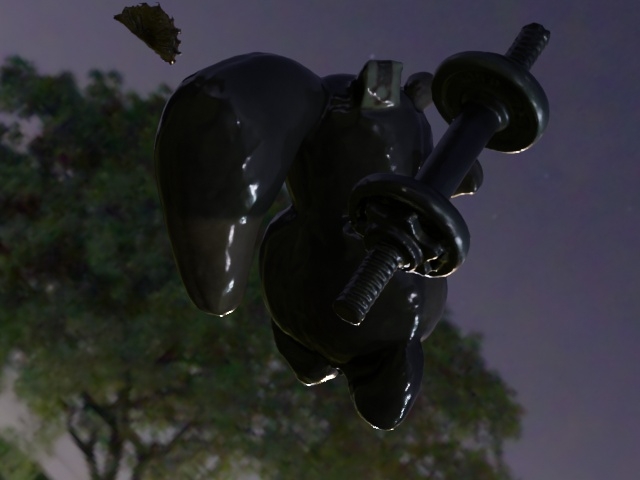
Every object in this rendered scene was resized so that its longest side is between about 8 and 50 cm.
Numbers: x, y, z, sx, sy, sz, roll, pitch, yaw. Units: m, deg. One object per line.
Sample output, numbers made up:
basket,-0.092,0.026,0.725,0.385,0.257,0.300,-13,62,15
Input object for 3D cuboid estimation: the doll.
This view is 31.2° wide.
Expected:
doll,-0.023,-0.002,1.213,0.252,0.379,0.382,6,-88,61

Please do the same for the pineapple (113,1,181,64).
pineapple,-0.181,-0.233,1.252,0.083,0.045,0.019,42,-7,-1

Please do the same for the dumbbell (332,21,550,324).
dumbbell,0.079,-0.049,0.705,0.082,0.254,0.081,27,-30,17
